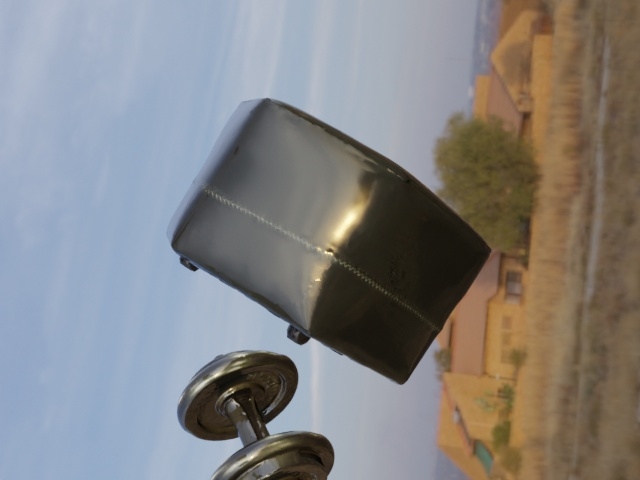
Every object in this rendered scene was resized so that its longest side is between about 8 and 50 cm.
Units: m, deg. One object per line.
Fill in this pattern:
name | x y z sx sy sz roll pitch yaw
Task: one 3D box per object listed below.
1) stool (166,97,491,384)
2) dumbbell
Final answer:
stool | 0.000 0.000 0.636 0.141 0.232 0.232 -59 -12 -3
dumbbell | -0.093 0.277 1.189 0.192 0.192 0.290 84 160 -48
